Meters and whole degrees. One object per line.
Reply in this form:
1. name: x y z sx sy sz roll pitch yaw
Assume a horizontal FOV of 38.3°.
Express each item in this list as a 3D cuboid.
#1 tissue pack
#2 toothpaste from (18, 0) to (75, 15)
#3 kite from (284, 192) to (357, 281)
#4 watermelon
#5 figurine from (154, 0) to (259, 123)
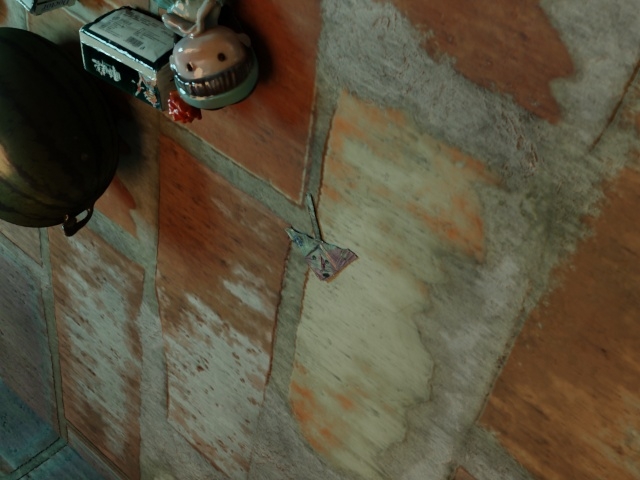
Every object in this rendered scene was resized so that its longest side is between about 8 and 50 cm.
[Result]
1. tissue pack: -0.256 -0.267 1.337 0.170 0.103 0.090 32 145 27
2. toothpaste: -0.508 -0.484 1.448 0.313 0.089 0.071 45 135 12
3. kite: 0.000 0.000 1.357 0.137 0.005 0.152 21 132 32
4. watermelon: -0.478 -0.174 1.508 0.359 0.279 0.279 51 143 0
5. figurine: -0.168 -0.286 1.219 0.138 0.110 0.245 -11 106 24
